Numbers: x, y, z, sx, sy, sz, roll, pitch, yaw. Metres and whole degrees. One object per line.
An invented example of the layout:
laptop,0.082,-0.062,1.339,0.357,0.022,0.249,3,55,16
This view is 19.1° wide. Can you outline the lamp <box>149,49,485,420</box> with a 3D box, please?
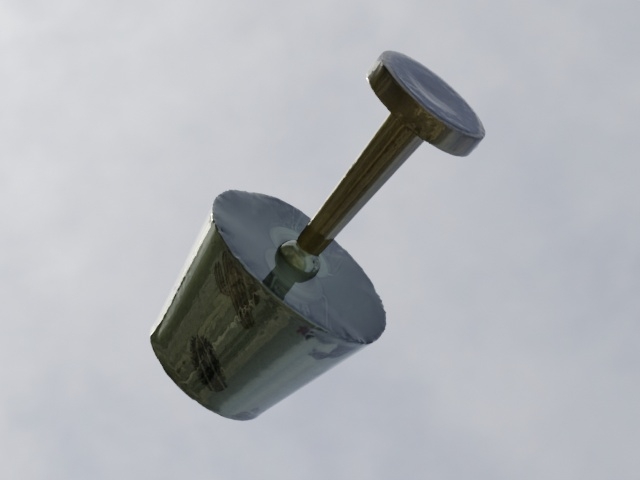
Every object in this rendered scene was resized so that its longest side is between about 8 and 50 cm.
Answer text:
lamp,0.000,0.000,1.044,0.121,0.121,0.214,48,-69,21
